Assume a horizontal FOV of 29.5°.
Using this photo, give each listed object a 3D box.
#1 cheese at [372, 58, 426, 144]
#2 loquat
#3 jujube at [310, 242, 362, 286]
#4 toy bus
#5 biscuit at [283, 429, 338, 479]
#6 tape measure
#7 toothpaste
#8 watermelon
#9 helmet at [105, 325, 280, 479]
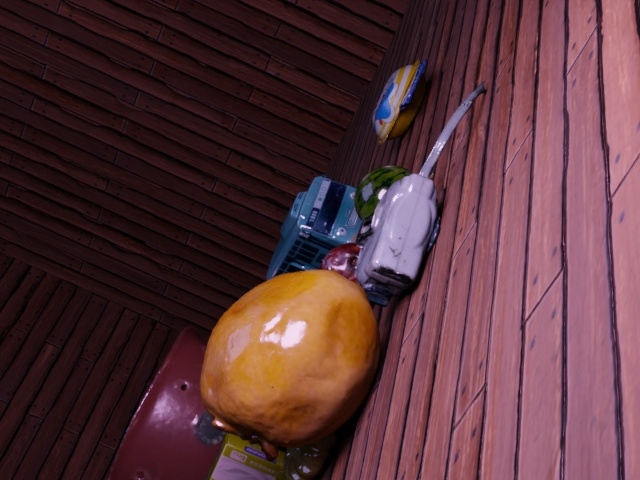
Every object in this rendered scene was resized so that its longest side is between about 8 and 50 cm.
[{"bbox_3d":[0.152,-0.260,2.211,0.270,0.069,0.177,142,152,-80],"label":"cheese"},{"bbox_3d":[-0.036,0.139,1.464,0.238,0.193,0.238,-43,23,23],"label":"loquat"},{"bbox_3d":[0.038,0.063,1.731,0.166,0.104,0.104,105,-173,-68],"label":"jujube"},{"bbox_3d":[0.000,0.000,2.139,0.256,0.147,0.128,121,170,-60],"label":"toy bus"},{"bbox_3d":[-0.001,0.230,1.635,0.273,0.036,0.187,-71,7,-51],"label":"biscuit"},{"bbox_3d":[0.120,-0.074,1.547,0.164,0.084,0.330,-49,19,60],"label":"tape measure"},{"bbox_3d":[-0.149,0.441,1.773,0.077,0.110,0.327,-110,44,-80],"label":"toothpaste"},{"bbox_3d":[0.097,-0.057,1.639,0.109,0.109,0.109,-156,90,-85],"label":"watermelon"},{"bbox_3d":[-0.182,0.338,1.950,0.385,0.230,0.338,90,-155,-74],"label":"helmet"}]
